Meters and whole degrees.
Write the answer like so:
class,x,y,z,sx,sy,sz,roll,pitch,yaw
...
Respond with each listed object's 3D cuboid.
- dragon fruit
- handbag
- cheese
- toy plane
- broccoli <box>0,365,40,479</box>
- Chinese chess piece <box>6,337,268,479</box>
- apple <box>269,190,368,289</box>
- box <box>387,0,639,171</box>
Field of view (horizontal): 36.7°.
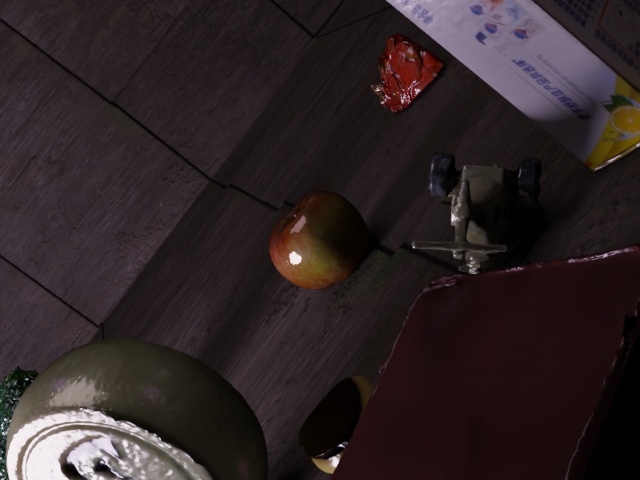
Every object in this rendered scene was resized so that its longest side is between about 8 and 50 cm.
class,x,y,z,sx,sy,sz,roll,pitch,yaw
dragon fruit,0.116,-0.254,1.452,0.106,0.083,0.162,-53,17,10
handbag,0.103,0.139,0.594,0.275,0.084,0.260,-59,18,-19
cheese,0.029,0.171,0.815,0.086,0.036,0.162,-50,15,1
toy plane,0.125,-0.019,0.764,0.286,0.092,0.108,6,-91,-76
broccoli,-0.337,0.301,1.351,0.254,0.269,0.269,16,61,28
Chinese chess piece,-0.174,0.210,0.918,0.250,0.250,0.101,-42,15,35
apple,-0.001,0.002,1.168,0.126,0.102,0.126,-44,13,13
box,0.182,-0.205,0.776,0.097,0.265,0.168,-33,26,56
